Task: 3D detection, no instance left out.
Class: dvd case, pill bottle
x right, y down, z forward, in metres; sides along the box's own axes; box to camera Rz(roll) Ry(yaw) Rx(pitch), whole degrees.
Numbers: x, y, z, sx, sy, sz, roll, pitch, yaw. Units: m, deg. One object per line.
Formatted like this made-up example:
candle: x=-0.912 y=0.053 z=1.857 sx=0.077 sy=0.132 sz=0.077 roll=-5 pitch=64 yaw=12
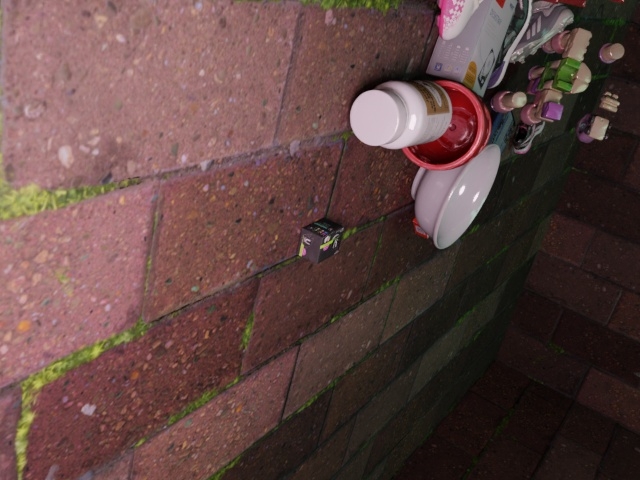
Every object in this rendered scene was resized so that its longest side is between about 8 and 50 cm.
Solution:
dvd case: x=0.553 y=-0.333 z=2.140 sx=0.180 sy=0.022 sz=0.253 roll=-63 pitch=155 yaw=-3
pill bottle: x=0.157 y=-0.247 z=1.335 sx=0.229 sy=0.131 sz=0.131 roll=-21 pitch=132 yaw=-55

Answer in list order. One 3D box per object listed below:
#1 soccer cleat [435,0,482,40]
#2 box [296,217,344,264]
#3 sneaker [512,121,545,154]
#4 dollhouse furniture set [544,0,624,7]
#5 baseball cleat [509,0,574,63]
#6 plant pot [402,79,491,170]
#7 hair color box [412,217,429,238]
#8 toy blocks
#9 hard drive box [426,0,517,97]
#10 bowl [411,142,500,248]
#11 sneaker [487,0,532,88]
soccer cleat: x=0.331 y=-0.551 z=1.346 sx=0.116 sy=0.143 sz=0.331 roll=-43 pitch=150 yaw=-62
box: x=0.000 y=0.000 z=1.362 sx=0.083 sy=0.052 sz=0.062 roll=-29 pitch=138 yaw=-52
sneaker: x=0.717 y=-0.388 z=2.351 sx=0.077 sy=0.072 sz=0.178 roll=40 pitch=71 yaw=-53
dollhouse furniture set: x=0.653 y=-0.768 z=1.646 sx=0.201 sy=0.152 sz=0.374 roll=-21 pitch=125 yaw=-34
baseball cleat: x=0.547 y=-0.544 z=1.763 sx=0.206 sy=0.109 sz=0.072 roll=-33 pitch=163 yaw=-3
plant pot: x=0.282 y=-0.249 z=1.509 sx=0.174 sy=0.191 sz=0.191 roll=-11 pitch=123 yaw=-65
hair color box: x=0.312 y=-0.083 z=1.888 sx=0.141 sy=0.043 sz=0.072 roll=-54 pitch=153 yaw=-17
toy blocks: x=0.661 y=-0.457 z=1.949 sx=0.260 sy=0.309 sz=0.288 roll=-131 pitch=-121 yaw=-80
hard drive box: x=0.341 y=-0.457 z=1.526 sx=0.181 sy=0.089 sz=0.232 roll=-2 pitch=112 yaw=-62
bowl: x=0.325 y=-0.138 z=1.744 sx=0.298 sy=0.134 sz=0.297 roll=-44 pitch=152 yaw=-30
sneaker: x=0.418 y=-0.495 z=1.640 sx=0.124 sy=0.107 sz=0.283 roll=-23 pitch=134 yaw=-46
